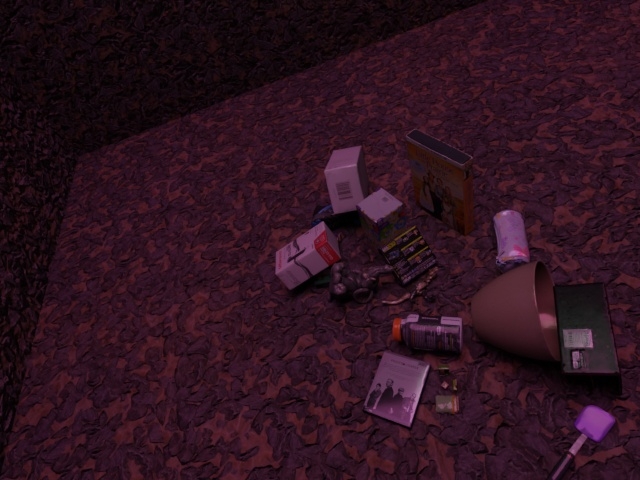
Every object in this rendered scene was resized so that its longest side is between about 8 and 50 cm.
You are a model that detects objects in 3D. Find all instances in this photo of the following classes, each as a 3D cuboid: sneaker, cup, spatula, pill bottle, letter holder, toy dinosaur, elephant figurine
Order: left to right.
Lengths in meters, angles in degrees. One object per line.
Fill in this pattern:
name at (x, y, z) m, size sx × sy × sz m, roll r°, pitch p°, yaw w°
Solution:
sneaker at (0.121, -0.142, 2.147) m, size 0.341 × 0.125 × 0.139 m, roll -7°, pitch 45°, yaw 11°
elephant figurine at (0.163, 0.178, 1.853) m, size 0.240 × 0.186 × 0.169 m, roll 4°, pitch 86°, yaw -9°
toy dinosaur at (0.385, 0.209, 1.800) m, size 0.268 × 0.064 × 0.118 m, roll -32°, pitch 32°, yaw -6°
pill bottle at (0.392, 0.336, 1.642) m, size 0.246 × 0.130 × 0.130 m, roll 1°, pitch 52°, yaw 20°
cup at (0.660, 0.248, 1.531) m, size 0.237 × 0.331 × 0.331 m, roll -14°, pitch 44°, yaw 38°
spatula at (0.761, 0.620, 1.339) m, size 0.296 × 0.030 × 0.084 m, roll -42°, pitch 49°, yaw -16°
letter holder at (0.866, 0.321, 1.452) m, size 0.152 × 0.214 × 0.301 m, roll -10°, pitch 52°, yaw 31°

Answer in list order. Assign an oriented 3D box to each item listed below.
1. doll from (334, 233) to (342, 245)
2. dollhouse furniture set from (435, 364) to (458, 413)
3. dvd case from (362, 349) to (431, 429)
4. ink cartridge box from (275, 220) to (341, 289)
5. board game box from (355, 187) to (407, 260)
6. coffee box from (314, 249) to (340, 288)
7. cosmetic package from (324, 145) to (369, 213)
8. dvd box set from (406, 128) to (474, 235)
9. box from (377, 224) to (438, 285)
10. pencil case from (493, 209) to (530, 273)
doll at (0.000, 0.000, 2.115) m, size 0.189 × 0.046 × 0.129 m, roll -1°, pitch 29°, yaw 21°
dollhouse furniture set at (0.430, 0.509, 1.531) m, size 0.076 × 0.058 × 0.151 m, roll -4°, pitch 50°, yaw 17°
dvd case at (0.273, 0.524, 1.595) m, size 0.179 × 0.029 × 0.238 m, roll 11°, pitch 56°, yaw 27°
ink cartridge box at (-0.060, 0.066, 1.964) m, size 0.273 × 0.114 × 0.197 m, roll -34°, pitch 26°, yaw 13°
board game box at (0.271, -0.062, 1.921) m, size 0.142 × 0.275 × 0.144 m, roll -35°, pitch 49°, yaw -11°
coffee box at (0.034, 0.123, 2.008) m, size 0.113 × 0.040 × 0.184 m, roll -10°, pitch 49°, yaw 14°
cosmetic package at (0.133, -0.296, 2.119) m, size 0.156 × 0.217 × 0.385 m, roll -9°, pitch 24°, yaw 14°
dvd box set at (0.508, -0.238, 1.889) m, size 0.062 × 0.420 × 0.308 m, roll -38°, pitch 50°, yaw -13°
box at (0.365, 0.062, 1.867) m, size 0.191 × 0.045 × 0.184 m, roll -33°, pitch 87°, yaw -11°
pencil case at (0.761, 0.006, 1.799) m, size 0.124 × 0.113 × 0.273 m, roll 4°, pitch 52°, yaw 12°
